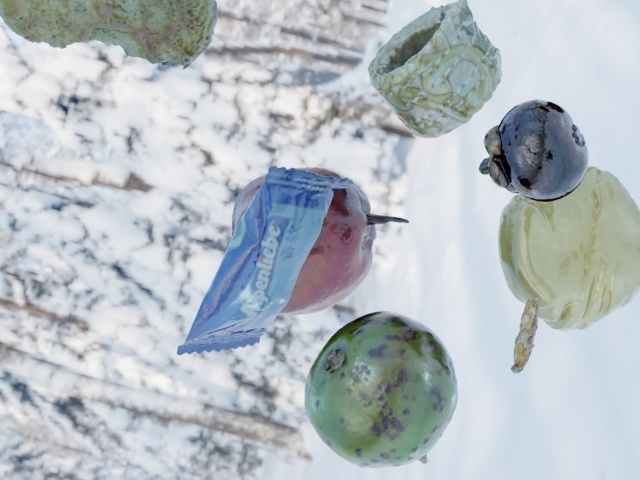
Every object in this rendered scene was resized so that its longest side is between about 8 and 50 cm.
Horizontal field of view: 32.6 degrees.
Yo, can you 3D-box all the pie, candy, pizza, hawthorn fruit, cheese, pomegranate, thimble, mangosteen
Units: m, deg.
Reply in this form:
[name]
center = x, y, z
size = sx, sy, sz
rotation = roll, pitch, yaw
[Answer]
[pie]
center = -0.340, -0.396, 1.757
size = 0.296, 0.371, 0.078
rotation = 126, 149, -51
[candy]
center = -0.083, 0.037, 1.643
size = 0.187, 0.077, 0.331
rotation = 2, -60, -49
[pizza]
center = 0.210, 0.096, 1.115
size = 0.037, 0.016, 0.083
rotation = 40, -116, -56
[hawthorn fruit]
center = 0.000, 0.000, 1.819
size = 0.254, 0.300, 0.254
rotation = -5, -90, -79
[cheese]
center = 0.358, 0.010, 1.567
size = 0.226, 0.214, 0.117
rotation = 65, 164, 2
[pomegranate]
center = 0.096, 0.207, 1.455
size = 0.211, 0.263, 0.211
rotation = -26, 46, 29
[thimble]
center = 0.179, -0.259, 1.659
size = 0.190, 0.143, 0.137
rotation = -43, 28, 6
[mangosteen]
center = 0.261, -0.107, 1.368
size = 0.140, 0.140, 0.140
rotation = -165, 90, -90
